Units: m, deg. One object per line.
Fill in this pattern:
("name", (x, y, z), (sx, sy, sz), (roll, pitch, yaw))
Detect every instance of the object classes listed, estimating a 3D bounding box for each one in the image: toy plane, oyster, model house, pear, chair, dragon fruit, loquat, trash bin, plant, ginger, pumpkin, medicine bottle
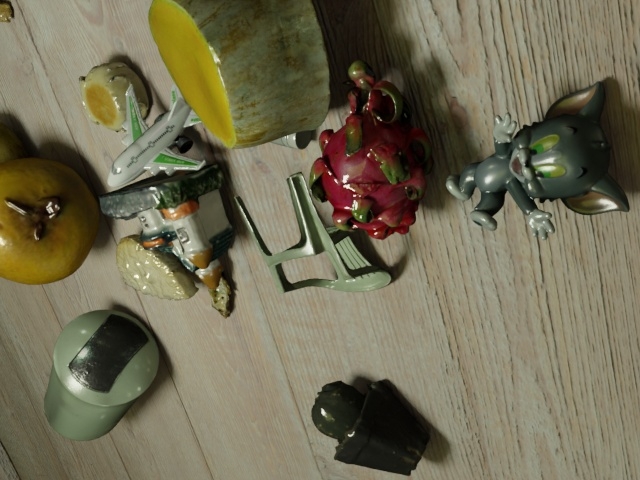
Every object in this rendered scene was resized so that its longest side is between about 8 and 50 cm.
("toy plane", (-0.352, -0.204, 1.527), (0.255, 0.101, 0.251), (-46, 74, 4))
("oyster", (-0.243, 0.131, 1.745), (0.086, 0.029, 0.132), (43, 139, 19))
("model house", (-0.313, -0.008, 1.604), (0.271, 0.190, 0.301), (-5, 113, 41))
("pear", (-0.890, -0.206, 1.950), (0.188, 0.228, 0.211), (-22, 125, 2))
("chair", (0.000, 0.000, 1.371), (0.203, 0.190, 0.275), (-13, 99, 45))
("dragon fruit", (0.094, -0.139, 1.199), (0.218, 0.198, 0.273), (47, 120, 49))
("loquat", (-0.739, -0.046, 1.849), (0.359, 0.328, 0.328), (-11, 108, 57))
("trash bin", (-0.639, 0.391, 2.066), (0.280, 0.280, 0.432), (47, 139, 7))
("plant", (0.102, 0.393, 1.530), (0.256, 0.164, 0.142), (26, 135, 6))
("ginger", (-0.833, -0.568, 1.779), (0.165, 0.067, 0.096), (33, 111, 20))
("pumpkin", (-0.147, -0.310, 1.197), (0.332, 0.199, 0.332), (55, 160, 31))
("medicine bottle", (-0.067, -0.209, 1.367), (0.091, 0.058, 0.058), (19, 126, 30))

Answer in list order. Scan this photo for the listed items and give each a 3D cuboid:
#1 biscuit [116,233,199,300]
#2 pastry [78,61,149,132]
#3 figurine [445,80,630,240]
("biscuit", (-0.432, 0.063, 1.787), (0.281, 0.084, 0.179), (6, 129, 47))
("pastry", (-0.460, -0.318, 1.608), (0.165, 0.088, 0.166), (20, 126, 30))
("figurine", (0.313, -0.091, 1.071), (0.265, 0.140, 0.193), (-32, 70, 58))
